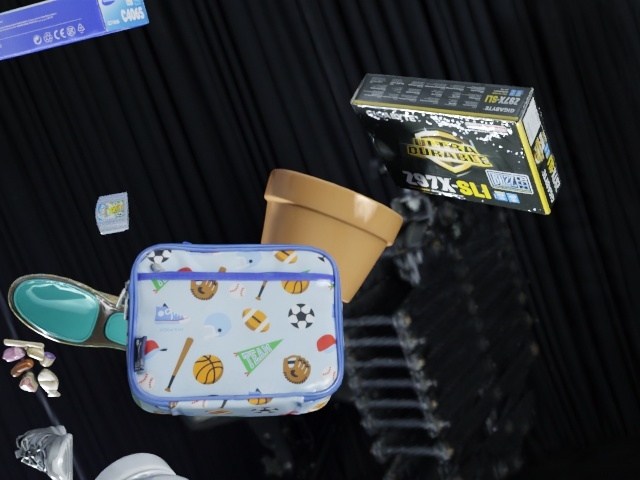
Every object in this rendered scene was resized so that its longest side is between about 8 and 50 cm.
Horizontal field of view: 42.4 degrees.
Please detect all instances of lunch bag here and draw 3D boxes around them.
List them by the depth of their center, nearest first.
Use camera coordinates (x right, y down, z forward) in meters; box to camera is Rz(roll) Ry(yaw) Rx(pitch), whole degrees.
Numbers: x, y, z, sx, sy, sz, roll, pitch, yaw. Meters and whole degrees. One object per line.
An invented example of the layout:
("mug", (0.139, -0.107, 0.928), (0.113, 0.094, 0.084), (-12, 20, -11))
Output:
("lunch bag", (-0.122, 0.113, 1.123), (0.303, 0.243, 0.115), (2, 158, -8))

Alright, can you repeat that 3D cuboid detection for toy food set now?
("toy food set", (-0.420, 0.180, 1.196), (0.078, 0.122, 0.019), (7, -137, -2))

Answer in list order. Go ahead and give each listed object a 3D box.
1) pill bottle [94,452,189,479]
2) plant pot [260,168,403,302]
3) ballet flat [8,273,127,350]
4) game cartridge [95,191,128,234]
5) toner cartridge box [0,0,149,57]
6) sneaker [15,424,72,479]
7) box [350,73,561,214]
("pill bottle", (-0.201, 0.418, 1.105), (0.160, 0.160, 0.283), (-26, -146, -26))
("plant pot", (0.000, 0.000, 1.694), (0.290, 0.204, 0.291), (21, 177, 1))
("ballet flat", (-0.436, 0.149, 1.609), (0.348, 0.123, 0.123), (20, 176, -24))
("game cartridge", (-0.363, -0.048, 1.436), (0.056, 0.017, 0.083), (-13, -130, -1))
("toner cartridge box", (-0.500, -0.377, 1.465), (0.347, 0.075, 0.165), (-9, -162, 17))
("sneaker", (-0.608, 0.474, 1.811), (0.115, 0.105, 0.281), (0, 175, -24))
("box", (0.243, -0.171, 1.462), (0.322, 0.257, 0.079), (14, -114, 34))
